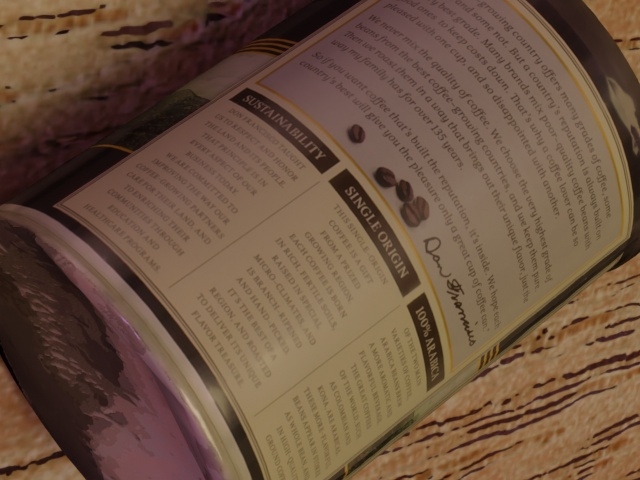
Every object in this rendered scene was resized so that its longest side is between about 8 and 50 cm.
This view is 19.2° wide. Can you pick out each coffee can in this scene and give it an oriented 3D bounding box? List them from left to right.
[{"bbox_3d":[0.000,0.000,0.908,0.275,0.201,0.201,-36,133,-25],"label":"coffee can"}]
